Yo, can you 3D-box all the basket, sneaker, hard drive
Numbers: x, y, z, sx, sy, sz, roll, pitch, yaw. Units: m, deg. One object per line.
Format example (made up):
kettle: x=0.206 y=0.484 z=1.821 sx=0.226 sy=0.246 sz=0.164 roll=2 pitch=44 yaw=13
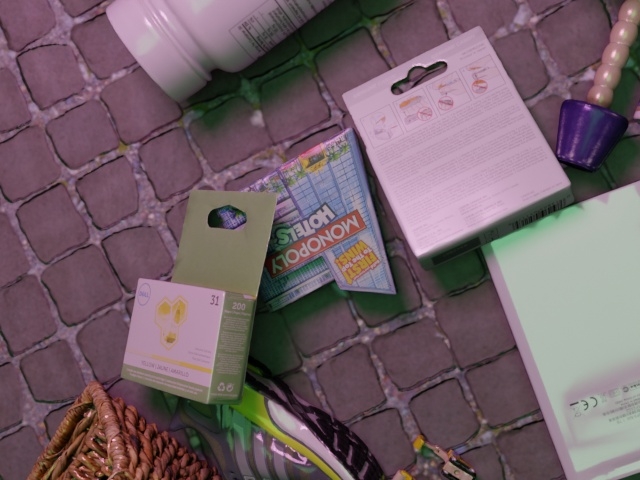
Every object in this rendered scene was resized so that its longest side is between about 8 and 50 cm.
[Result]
basket: x=-0.280 y=0.347 z=1.080 sx=0.223 sy=0.213 sz=0.299 roll=36 pitch=95 yaw=4
sneaker: x=-0.044 y=0.248 z=1.114 sx=0.300 sy=0.111 sz=0.121 roll=38 pitch=102 yaw=12
hard drive: x=0.327 y=0.108 z=1.089 sx=0.203 sy=0.040 sz=0.308 roll=-20 pitch=88 yaw=7

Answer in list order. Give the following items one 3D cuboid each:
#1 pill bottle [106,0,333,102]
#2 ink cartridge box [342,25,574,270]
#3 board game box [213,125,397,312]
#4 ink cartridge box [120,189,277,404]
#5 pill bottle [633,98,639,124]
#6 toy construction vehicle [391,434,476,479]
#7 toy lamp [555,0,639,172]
pill bottle: x=-0.088 y=-0.291 z=1.071 sx=0.283 sy=0.160 sz=0.160 roll=-36 pitch=87 yaw=6
ink cartridge box: x=0.154 y=-0.106 z=1.103 sx=0.189 sy=0.066 sz=0.232 roll=-26 pitch=62 yaw=6
board game box: x=0.000 y=0.000 z=1.117 sx=0.194 sy=0.060 sz=0.194 roll=-29 pitch=87 yaw=6
ink cartridge box: x=-0.139 y=0.055 z=1.079 sx=0.171 sy=0.056 sz=0.235 roll=5 pitch=85 yaw=46
pill bottle: x=0.399 y=-0.180 z=1.062 sx=0.067 sy=0.067 sz=0.120 roll=21 pitch=93 yaw=6
toy construction vehicle: x=0.138 y=0.285 z=1.123 sx=0.098 sy=0.035 sz=0.086 roll=30 pitch=105 yaw=8
toy lamp: x=0.332 y=-0.211 z=1.064 sx=0.080 sy=0.080 sz=0.275 roll=20 pitch=94 yaw=6
